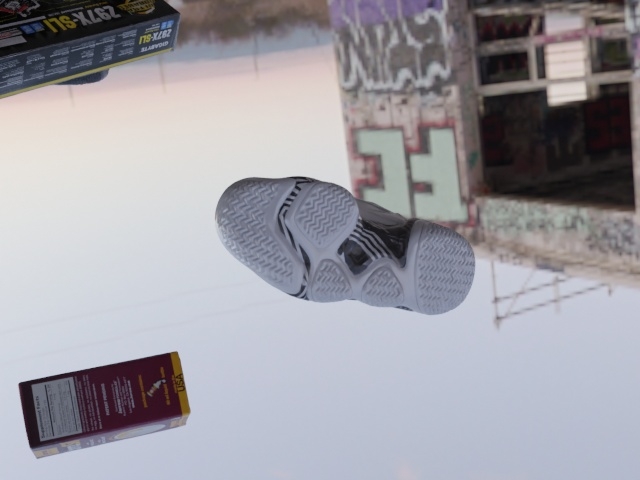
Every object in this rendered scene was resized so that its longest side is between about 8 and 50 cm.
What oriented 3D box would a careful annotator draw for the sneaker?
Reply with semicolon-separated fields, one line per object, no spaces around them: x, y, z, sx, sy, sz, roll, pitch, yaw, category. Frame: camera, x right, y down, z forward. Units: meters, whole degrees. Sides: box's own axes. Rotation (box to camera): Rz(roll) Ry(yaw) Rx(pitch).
0.000;0.000;1.290;0.365;0.137;0.210;15;-179;-34;sneaker

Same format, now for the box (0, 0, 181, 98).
-0.405;-0.333;1.482;0.322;0.079;0.257;-26;-119;-40;box

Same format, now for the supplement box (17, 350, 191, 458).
-0.257;0.198;1.245;0.188;0.081;0.104;-11;164;-13;supplement box

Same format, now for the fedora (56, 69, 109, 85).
-0.470;-0.351;1.781;0.333;0.153;0.334;9;-162;-3;fedora
